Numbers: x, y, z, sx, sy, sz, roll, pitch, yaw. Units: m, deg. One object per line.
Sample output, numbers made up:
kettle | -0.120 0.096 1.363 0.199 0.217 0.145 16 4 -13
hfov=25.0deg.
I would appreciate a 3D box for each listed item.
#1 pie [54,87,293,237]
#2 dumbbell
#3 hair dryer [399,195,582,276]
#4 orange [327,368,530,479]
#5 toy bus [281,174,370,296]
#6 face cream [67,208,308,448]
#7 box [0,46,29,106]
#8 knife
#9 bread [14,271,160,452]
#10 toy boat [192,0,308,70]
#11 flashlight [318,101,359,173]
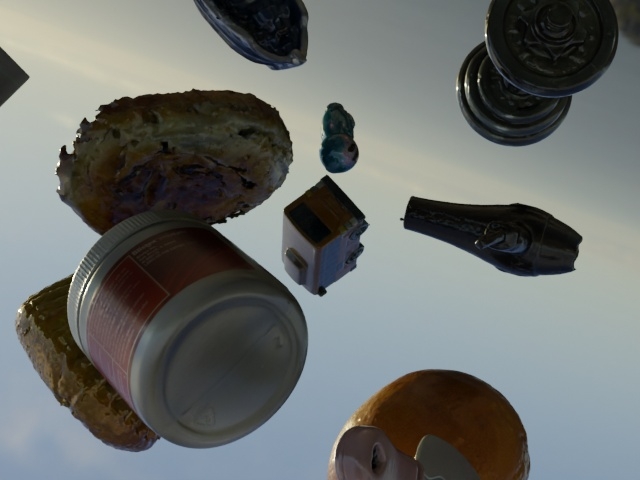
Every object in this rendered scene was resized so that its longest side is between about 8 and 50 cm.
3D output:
pie | -0.163 -0.082 1.693 0.308 0.085 0.308 -8 154 -4
dumbbell | 0.294 -0.248 2.006 0.179 0.179 0.406 19 170 2
hair dryer | 0.200 -0.016 1.766 0.236 0.091 0.272 15 180 12
orange | 0.136 0.285 1.815 0.261 0.261 0.261 19 -177 -1
toy bus | 0.000 0.000 2.005 0.091 0.103 0.182 48 162 17
face cream | -0.139 0.092 1.516 0.201 0.201 0.187 16 -166 -40
box | -0.330 -0.081 1.179 0.055 0.218 0.039 45 149 -13
knife | 0.109 0.248 1.549 0.043 0.081 0.336 -3 164 29
bread | -0.256 0.144 1.719 0.240 0.139 0.240 52 177 4
toy boat | -0.109 -0.356 1.966 0.309 0.129 0.142 56 157 12
flashlight | 0.018 -0.129 1.777 0.051 0.051 0.129 18 -149 -18
